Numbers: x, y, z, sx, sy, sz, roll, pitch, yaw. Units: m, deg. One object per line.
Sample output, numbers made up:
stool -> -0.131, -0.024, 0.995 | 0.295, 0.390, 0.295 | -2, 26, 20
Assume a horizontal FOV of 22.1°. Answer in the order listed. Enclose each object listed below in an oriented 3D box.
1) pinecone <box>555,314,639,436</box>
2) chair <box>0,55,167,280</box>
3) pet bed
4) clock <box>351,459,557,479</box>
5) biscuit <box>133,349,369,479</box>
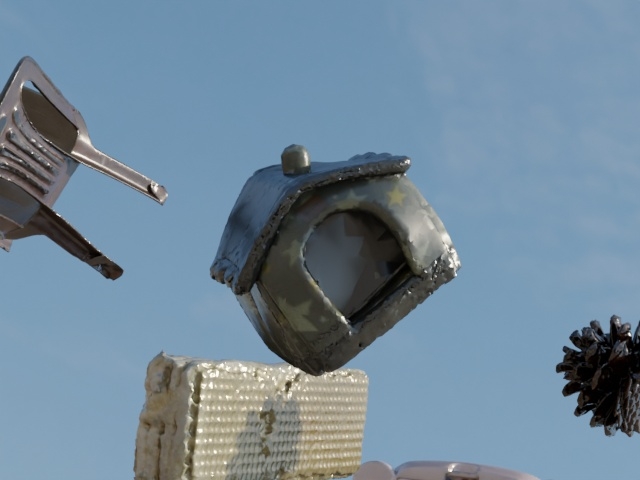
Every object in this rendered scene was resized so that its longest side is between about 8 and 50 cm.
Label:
pinecone -> 0.324, 0.143, 1.787 | 0.121, 0.140, 0.140 | 26, -24, 30
chair -> -0.324, -0.084, 1.716 | 0.183, 0.175, 0.326 | 24, -10, 29
pet bed -> 0.000, 0.000, 1.410 | 0.159, 0.183, 0.211 | 54, -7, -9
clock -> 0.197, 0.413, 2.127 | 0.342, 0.184, 0.326 | 9, -26, 19
biscuit -> -0.065, 0.195, 1.780 | 0.079, 0.144, 0.426 | 5, -2, 25
